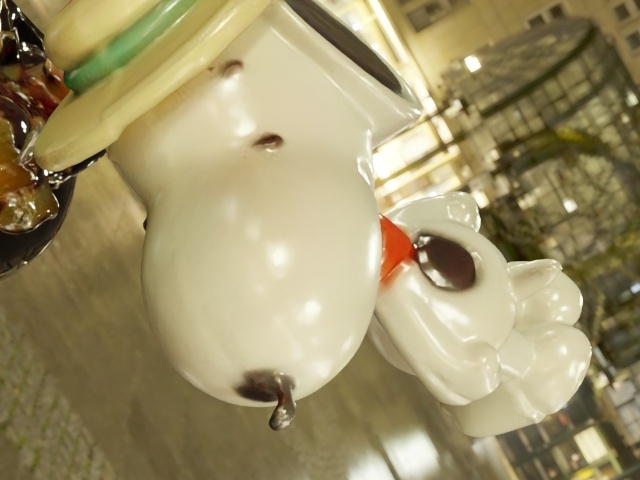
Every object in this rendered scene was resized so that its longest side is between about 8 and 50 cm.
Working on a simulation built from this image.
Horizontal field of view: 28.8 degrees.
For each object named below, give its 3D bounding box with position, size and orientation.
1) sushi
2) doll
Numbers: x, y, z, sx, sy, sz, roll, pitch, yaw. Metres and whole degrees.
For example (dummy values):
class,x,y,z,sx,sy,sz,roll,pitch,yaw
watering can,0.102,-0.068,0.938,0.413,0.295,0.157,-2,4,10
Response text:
class,x,y,z,sx,sy,sz,roll,pitch,yaw
sushi,-0.261,-0.067,0.822,0.212,0.215,0.227,45,-4,6
doll,0.002,-0.015,0.535,0.271,0.144,0.208,10,59,-54
